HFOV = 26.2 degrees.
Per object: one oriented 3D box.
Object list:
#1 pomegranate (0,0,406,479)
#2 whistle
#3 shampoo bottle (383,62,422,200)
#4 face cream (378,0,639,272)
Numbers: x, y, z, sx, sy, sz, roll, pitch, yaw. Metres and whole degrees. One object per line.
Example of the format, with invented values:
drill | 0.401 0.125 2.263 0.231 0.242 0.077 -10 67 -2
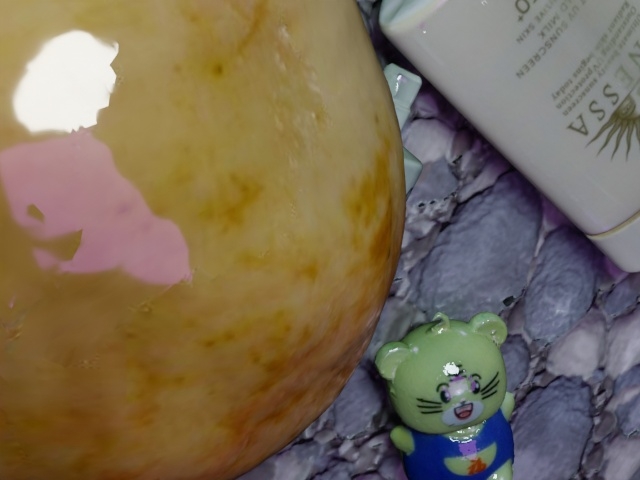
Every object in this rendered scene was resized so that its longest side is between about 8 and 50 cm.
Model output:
pomegranate | -0.143 -0.040 0.685 0.411 0.411 0.411 -11 117 -22
whistle | 0.104 0.151 1.071 0.105 0.085 0.227 -16 119 -9
shampoo bottle | 0.000 0.000 0.950 0.085 0.085 0.262 21 102 -32
face cream | 0.199 -0.114 0.997 0.348 0.081 0.173 41 86 -34
